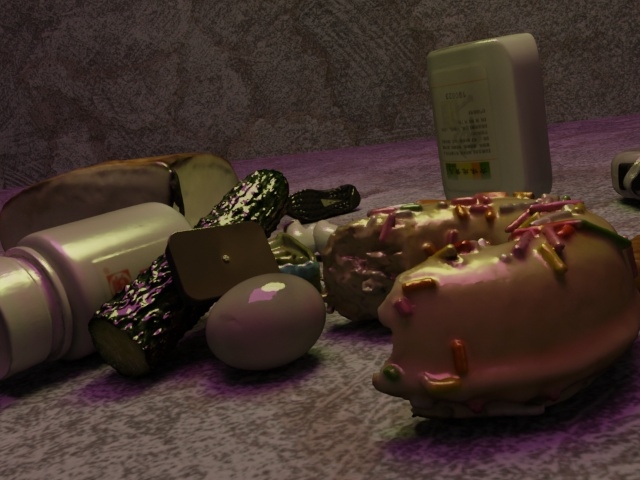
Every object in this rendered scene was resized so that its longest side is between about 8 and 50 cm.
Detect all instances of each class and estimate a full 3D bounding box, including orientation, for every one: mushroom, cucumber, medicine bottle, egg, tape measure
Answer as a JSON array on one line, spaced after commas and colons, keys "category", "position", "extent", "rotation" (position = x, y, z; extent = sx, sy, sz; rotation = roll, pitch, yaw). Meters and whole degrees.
[{"category": "mushroom", "position": [-0.369, -0.049, 1.269], "extent": [0.398, 0.224, 0.313], "rotation": [-5, 16, 15]}, {"category": "cucumber", "position": [-0.143, 0.019, 0.876], "extent": [0.096, 0.096, 0.359], "rotation": [1, 36, 34]}, {"category": "medicine bottle", "position": [0.267, -0.146, 1.071], "extent": [0.124, 0.324, 0.179], "rotation": [-16, 13, -33]}, {"category": "egg", "position": [-0.059, 0.089, 0.748], "extent": [0.135, 0.103, 0.103], "rotation": [-18, 15, -15]}, {"category": "tape measure", "position": [0.634, -0.128, 1.240], "extent": [0.197, 0.120, 0.236], "rotation": [-3, 10, 30]}, {"category": "medicine bottle", "position": [-0.302, 0.059, 0.879], "extent": [0.170, 0.170, 0.293], "rotation": [2, 16, 36]}]

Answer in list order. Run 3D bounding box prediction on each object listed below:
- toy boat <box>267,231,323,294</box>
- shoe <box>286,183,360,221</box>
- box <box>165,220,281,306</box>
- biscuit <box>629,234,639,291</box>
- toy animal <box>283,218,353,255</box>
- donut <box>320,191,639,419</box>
[{"category": "toy boat", "position": [-0.059, 0.050, 0.980], "extent": [0.111, 0.084, 0.276], "rotation": [-13, 11, -11]}, {"category": "shoe", "position": [-0.007, -0.082, 1.549], "extent": [0.195, 0.074, 0.077], "rotation": [-12, 2, -28]}, {"category": "box", "position": [-0.115, 0.028, 0.803], "extent": [0.126, 0.091, 0.031], "rotation": [-11, -23, -35]}, {"category": "biscuit", "position": [0.534, 0.023, 0.778], "extent": [0.344, 0.057, 0.287], "rotation": [2, 17, 40]}, {"category": "toy animal", "position": [0.001, -0.002, 1.174], "extent": [0.125, 0.070, 0.085], "rotation": [-7, 12, 6]}, {"category": "donut", "position": [0.164, 0.042, 0.714], "extent": [0.308, 0.150, 0.371], "rotation": [-10, 12, -8]}]
